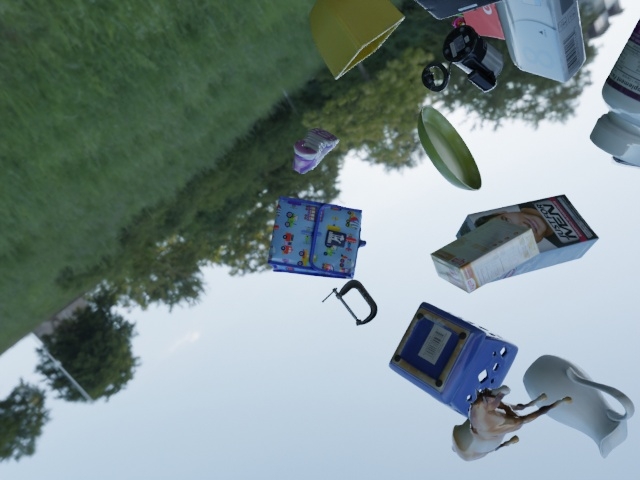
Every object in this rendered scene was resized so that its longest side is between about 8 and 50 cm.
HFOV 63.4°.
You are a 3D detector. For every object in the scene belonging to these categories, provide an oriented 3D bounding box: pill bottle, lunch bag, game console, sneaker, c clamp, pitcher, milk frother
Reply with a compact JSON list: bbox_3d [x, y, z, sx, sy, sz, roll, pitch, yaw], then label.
[{"bbox_3d":[0.574,-0.280,0.842,0.169,0.302,0.169,10,-145,-7],"label":"pill bottle"},{"bbox_3d":[0.000,0.000,1.643,0.292,0.138,0.221,7,-104,5],"label":"lunch bag"},{"bbox_3d":[0.198,-0.389,0.750,0.122,0.107,0.071,4,-97,46],"label":"game console"},{"bbox_3d":[-0.024,-0.285,1.671,0.095,0.105,0.236,29,-143,13],"label":"sneaker"},{"bbox_3d":[0.095,0.191,1.542,0.137,0.161,0.022,-47,-170,-27],"label":"c clamp"},{"bbox_3d":[0.534,0.318,1.073,0.125,0.178,0.207,-26,-135,-23],"label":"pitcher"},{"bbox_3d":[0.326,-0.400,1.198,0.143,0.134,0.129,-3,-101,45],"label":"milk frother"}]

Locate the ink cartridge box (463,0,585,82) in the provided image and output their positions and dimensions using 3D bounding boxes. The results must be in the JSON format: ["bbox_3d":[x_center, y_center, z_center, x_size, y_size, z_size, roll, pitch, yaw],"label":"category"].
[{"bbox_3d":[0.459,-0.581,1.309,0.091,0.308,0.385,-49,-134,-4],"label":"ink cartridge box"}]

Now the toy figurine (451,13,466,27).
[{"bbox_3d":[0.527,-0.733,1.876,0.172,0.159,0.130,0,-147,-17],"label":"toy figurine"}]

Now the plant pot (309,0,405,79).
[{"bbox_3d":[0.034,-0.265,0.628,0.081,0.083,0.081,-41,-174,-22],"label":"plant pot"}]

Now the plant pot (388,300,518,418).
[{"bbox_3d":[0.335,0.305,1.362,0.235,0.212,0.236,26,-96,47],"label":"plant pot"}]

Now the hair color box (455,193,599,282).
[{"bbox_3d":[0.627,-0.011,1.581,0.373,0.114,0.186,-12,-123,-18],"label":"hair color box"}]

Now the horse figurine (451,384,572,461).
[{"bbox_3d":[0.281,0.303,0.846,0.174,0.263,0.066,-7,-125,-21],"label":"horse figurine"}]

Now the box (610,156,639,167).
[{"bbox_3d":[0.991,-0.362,1.181,0.479,0.473,0.297,17,-165,25],"label":"box"}]

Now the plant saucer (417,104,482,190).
[{"bbox_3d":[0.304,-0.215,1.248,0.037,0.241,0.241,-34,-162,34],"label":"plant saucer"}]

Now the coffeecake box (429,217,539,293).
[{"bbox_3d":[0.365,0.030,1.168,0.185,0.068,0.142,-28,-163,-7],"label":"coffeecake box"}]
